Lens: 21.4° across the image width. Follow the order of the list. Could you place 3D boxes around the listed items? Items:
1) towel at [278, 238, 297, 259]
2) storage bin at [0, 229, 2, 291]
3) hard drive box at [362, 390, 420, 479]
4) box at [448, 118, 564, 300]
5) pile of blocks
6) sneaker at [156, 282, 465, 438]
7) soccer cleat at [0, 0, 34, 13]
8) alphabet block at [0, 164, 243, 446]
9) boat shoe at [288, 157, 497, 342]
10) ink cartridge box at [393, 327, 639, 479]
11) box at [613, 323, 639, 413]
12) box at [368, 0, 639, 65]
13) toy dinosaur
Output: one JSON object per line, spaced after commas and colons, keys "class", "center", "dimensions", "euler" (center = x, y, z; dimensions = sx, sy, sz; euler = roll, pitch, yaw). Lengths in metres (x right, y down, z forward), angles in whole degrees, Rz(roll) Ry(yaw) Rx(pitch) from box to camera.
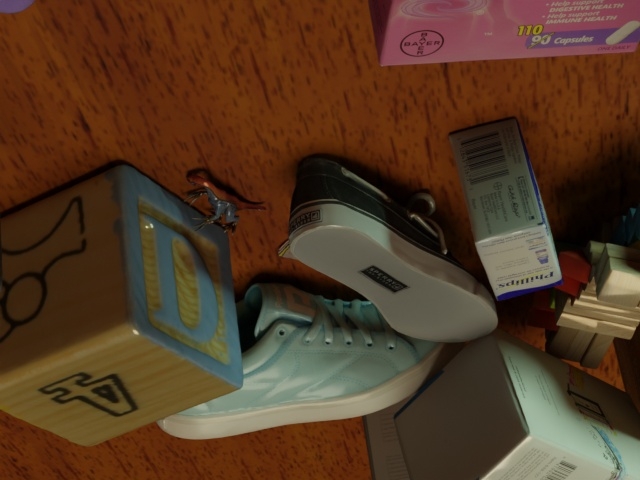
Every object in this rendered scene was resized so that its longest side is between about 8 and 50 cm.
{"class": "towel", "center": [0.000, 0.000, 1.783], "dimensions": [0.060, 0.009, 0.083], "euler": [13, 144, -33]}
{"class": "storage bin", "center": [-0.341, -0.007, 1.503], "dimensions": [0.084, 0.180, 0.122], "euler": [7, 147, -24]}
{"class": "hard drive box", "center": [0.149, 0.261, 2.060], "dimensions": [0.181, 0.232, 0.089], "euler": [-9, 152, 2]}
{"class": "box", "center": [0.183, -0.029, 1.662], "dimensions": [0.072, 0.126, 0.137], "euler": [-15, 151, 8]}
{"class": "pile of blocks", "center": [0.289, 0.026, 1.772], "dimensions": [0.113, 0.149, 0.362], "euler": [11, 163, -6]}
{"class": "sneaker", "center": [-0.015, 0.111, 1.860], "dimensions": [0.366, 0.135, 0.150], "euler": [-16, 130, -10]}
{"class": "soccer cleat", "center": [-0.239, -0.230, 1.220], "dimensions": [0.083, 0.095, 0.248], "euler": [-4, 150, -9]}
{"class": "alphabet block", "center": [-0.213, 0.069, 1.666], "dimensions": [0.197, 0.192, 0.193], "euler": [-21, 147, 23]}
{"class": "boat shoe", "center": [0.076, 0.011, 1.728], "dimensions": [0.113, 0.105, 0.306], "euler": [-26, 140, 36]}
{"class": "ink cartridge box", "center": [0.233, 0.238, 1.851], "dimensions": [0.233, 0.168, 0.171], "euler": [26, 120, -32]}
{"class": "box", "center": [0.446, 0.089, 1.849], "dimensions": [0.168, 0.215, 0.345], "euler": [-5, 150, -6]}
{"class": "box", "center": [0.154, -0.250, 1.268], "dimensions": [0.214, 0.117, 0.243], "euler": [-4, 150, -8]}
{"class": "toy dinosaur", "center": [-0.102, -0.044, 1.669], "dimensions": [0.090, 0.047, 0.082], "euler": [-35, 149, -23]}
